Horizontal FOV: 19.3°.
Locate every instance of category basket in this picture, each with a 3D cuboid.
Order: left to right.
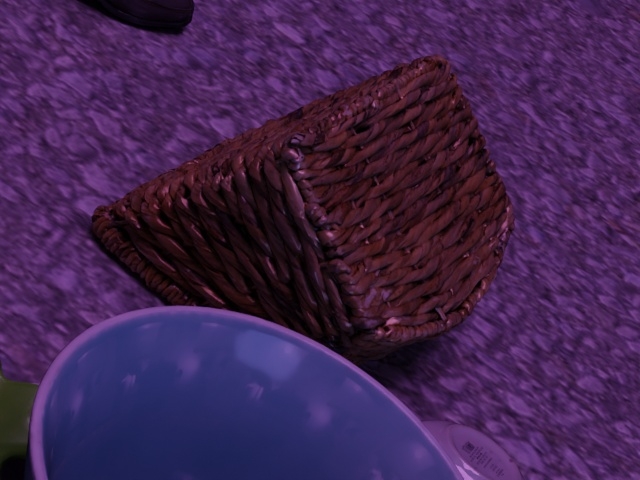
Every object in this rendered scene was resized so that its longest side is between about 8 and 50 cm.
[{"bbox_3d":[0.000,0.000,1.587,0.299,0.223,0.213,-35,103,-56],"label":"basket"}]

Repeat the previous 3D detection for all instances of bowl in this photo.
[{"bbox_3d":[-0.062,0.208,1.176,0.311,0.163,0.311,21,35,-16],"label":"bowl"}]

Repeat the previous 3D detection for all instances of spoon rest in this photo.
[{"bbox_3d":[0.081,0.205,1.404,0.137,0.084,0.276,40,20,11],"label":"spoon rest"}]

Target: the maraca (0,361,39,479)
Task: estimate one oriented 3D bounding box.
[{"bbox_3d":[-0.261,0.097,1.221,0.186,0.099,0.127,37,72,15],"label":"maraca"}]

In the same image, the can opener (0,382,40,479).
[{"bbox_3d":[-0.116,0.142,1.334,0.280,0.074,0.093,2,77,-36],"label":"can opener"}]

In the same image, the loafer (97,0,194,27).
[{"bbox_3d":[-0.194,-0.254,1.803,0.170,0.061,0.062,18,33,-21],"label":"loafer"}]
